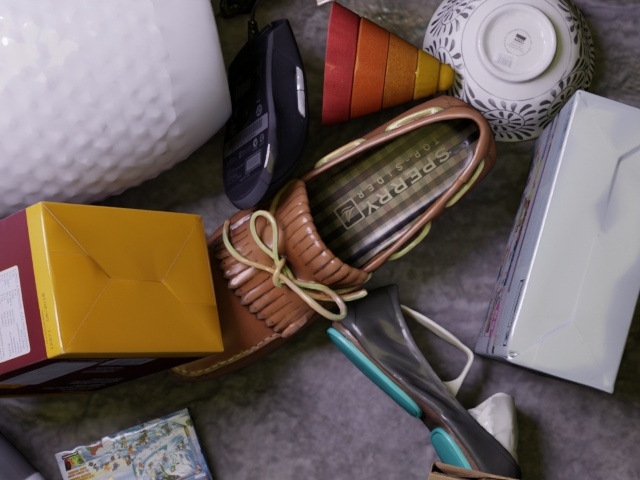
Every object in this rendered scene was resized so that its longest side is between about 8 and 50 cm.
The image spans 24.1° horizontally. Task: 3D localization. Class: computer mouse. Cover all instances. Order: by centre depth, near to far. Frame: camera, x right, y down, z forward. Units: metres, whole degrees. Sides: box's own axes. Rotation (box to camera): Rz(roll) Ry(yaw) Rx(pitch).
[{"bbox_3d":[-0.025,-0.163,1.379,0.060,0.184,0.262,13,60,-30],"label":"computer mouse"}]

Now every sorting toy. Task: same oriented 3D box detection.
[{"bbox_3d":[0.079,-0.282,1.407,0.126,0.127,0.366,7,95,2],"label":"sorting toy"}]

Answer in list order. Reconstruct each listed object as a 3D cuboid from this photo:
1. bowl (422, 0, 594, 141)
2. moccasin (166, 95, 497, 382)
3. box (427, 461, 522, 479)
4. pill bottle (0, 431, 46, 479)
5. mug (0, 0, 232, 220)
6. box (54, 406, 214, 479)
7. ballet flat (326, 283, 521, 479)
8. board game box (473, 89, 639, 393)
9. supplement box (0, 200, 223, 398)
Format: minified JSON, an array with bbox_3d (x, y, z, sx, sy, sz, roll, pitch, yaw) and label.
[{"bbox_3d":[0.184,-0.184,1.439,0.170,0.080,0.170,0,86,1],"label":"bowl"},{"bbox_3d":[0.002,0.003,1.393,0.380,0.147,0.139,-30,89,4],"label":"moccasin"},{"bbox_3d":[0.161,0.303,1.386,0.164,0.021,0.201,12,121,3],"label":"box"},{"bbox_3d":[-0.376,0.238,1.358,0.210,0.210,0.363,-45,88,-2],"label":"pill bottle"},{"bbox_3d":[-0.266,-0.203,1.366,0.328,0.276,0.374,-12,68,-4],"label":"mug"},{"bbox_3d":[-0.176,0.227,1.446,0.137,0.027,0.094,-19,85,0],"label":"box"},{"bbox_3d":[0.125,0.155,1.416,0.096,0.095,0.280,-39,87,-10],"label":"ballet flat"},{"bbox_3d":[0.218,0.009,1.315,0.097,0.303,0.224,17,88,2],"label":"board game box"},{"bbox_3d":[-0.227,0.059,1.330,0.194,0.191,0.129,-19,75,37],"label":"supplement box"}]
